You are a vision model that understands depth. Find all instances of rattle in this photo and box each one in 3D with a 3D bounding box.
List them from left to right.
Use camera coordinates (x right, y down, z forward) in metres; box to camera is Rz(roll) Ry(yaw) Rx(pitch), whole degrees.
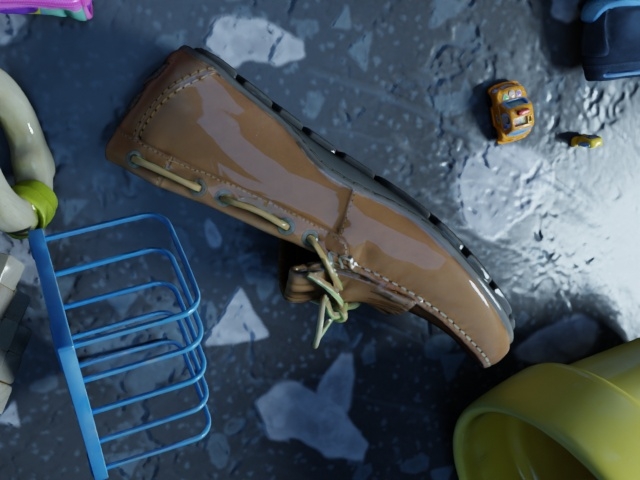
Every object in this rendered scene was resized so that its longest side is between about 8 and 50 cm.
[{"bbox_3d":[-0.282,-0.084,0.595,0.142,0.130,0.200,0,145,15],"label":"rattle"}]

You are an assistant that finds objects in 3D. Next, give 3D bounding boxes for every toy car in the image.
[{"bbox_3d":[0.217,-0.118,0.785,0.121,0.040,0.060,1,101,-16],"label":"toy car"}]

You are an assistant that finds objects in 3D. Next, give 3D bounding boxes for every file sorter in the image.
[{"bbox_3d":[-0.150,0.079,0.644,0.104,0.118,0.170,-16,138,-18],"label":"file sorter"}]

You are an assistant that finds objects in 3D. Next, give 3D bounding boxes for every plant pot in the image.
[{"bbox_3d":[0.295,0.206,0.781,0.239,0.254,0.254,-27,108,-26],"label":"plant pot"}]

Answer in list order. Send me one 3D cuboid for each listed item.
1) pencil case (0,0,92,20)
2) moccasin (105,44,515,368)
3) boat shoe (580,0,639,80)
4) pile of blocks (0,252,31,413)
[{"bbox_3d":[-0.280,-0.204,0.594,0.236,0.104,0.105,-6,103,-14],"label":"pencil case"},{"bbox_3d":[0.001,0.001,0.695,0.380,0.139,0.147,34,91,-19],"label":"moccasin"},{"bbox_3d":[0.370,-0.182,0.798,0.258,0.109,0.089,5,108,0],"label":"boat shoe"},{"bbox_3d":[-0.372,0.082,0.620,0.361,0.113,0.149,-10,67,7],"label":"pile of blocks"}]
